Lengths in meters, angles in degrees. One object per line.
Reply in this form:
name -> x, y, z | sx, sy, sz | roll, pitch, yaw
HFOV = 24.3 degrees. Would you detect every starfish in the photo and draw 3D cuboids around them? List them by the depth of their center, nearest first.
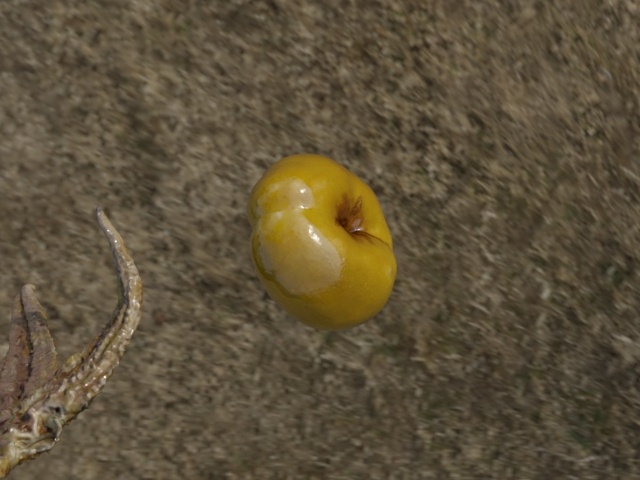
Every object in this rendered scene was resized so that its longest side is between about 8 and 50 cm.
starfish -> -0.333, 0.142, 1.476 | 0.398, 0.132, 0.384 | -46, 35, -22

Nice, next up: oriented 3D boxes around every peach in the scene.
peach -> 0.000, 0.000, 1.442 | 0.103, 0.179, 0.179 | -28, 71, 29
